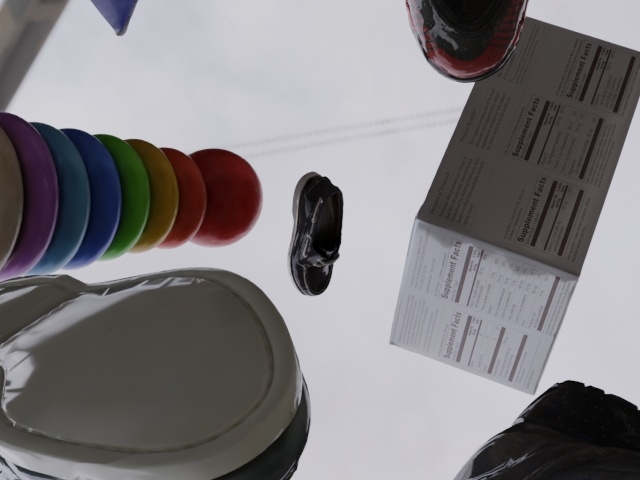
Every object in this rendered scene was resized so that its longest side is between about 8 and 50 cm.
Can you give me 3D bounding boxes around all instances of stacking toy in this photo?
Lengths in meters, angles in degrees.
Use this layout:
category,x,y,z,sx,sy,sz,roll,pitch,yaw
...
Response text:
category,x,y,z,sx,sy,sz,roll,pitch,yaw
stacking toy,-0.173,-0.034,1.220,0.330,0.141,0.141,-1,-125,-47

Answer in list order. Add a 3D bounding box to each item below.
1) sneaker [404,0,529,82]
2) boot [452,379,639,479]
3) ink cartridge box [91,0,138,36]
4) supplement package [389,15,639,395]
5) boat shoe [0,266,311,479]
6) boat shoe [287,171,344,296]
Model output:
category,x,y,z,sx,sy,sz,roll,pitch,yaw
sneaker,0.103,-0.243,1.000,0.098,0.276,0.135,5,-169,6
boot,0.136,0.183,0.721,0.223,0.338,0.118,-30,-77,-24
ink cartridge box,-0.124,-0.219,0.563,0.045,0.223,0.224,-25,-107,-32
supplement package,0.179,-0.034,1.331,0.145,0.204,0.261,20,-125,9
boat shoe,-0.090,0.079,0.623,0.116,0.319,0.099,-35,-70,-27
boat shoe,0.000,0.000,1.303,0.046,0.125,0.038,-22,-142,-38
